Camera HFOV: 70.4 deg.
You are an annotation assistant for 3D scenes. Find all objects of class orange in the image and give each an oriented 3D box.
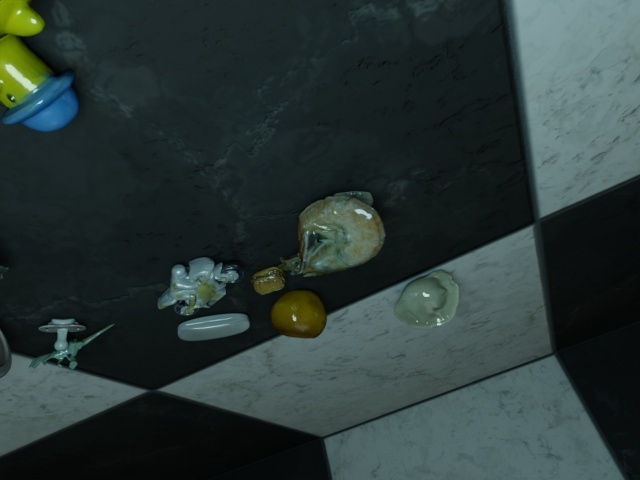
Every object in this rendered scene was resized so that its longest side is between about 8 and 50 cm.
[{"bbox_3d":[-0.056,0.200,1.229,0.157,0.134,0.156,20,171,3],"label":"orange"}]

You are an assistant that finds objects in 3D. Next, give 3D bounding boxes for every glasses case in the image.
[{"bbox_3d":[-0.292,0.238,1.246,0.194,0.049,0.074,-6,143,-11],"label":"glasses case"}]

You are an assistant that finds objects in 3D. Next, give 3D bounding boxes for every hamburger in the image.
[{"bbox_3d":[-0.128,0.098,1.126,0.083,0.044,0.076,-16,146,4],"label":"hamburger"}]

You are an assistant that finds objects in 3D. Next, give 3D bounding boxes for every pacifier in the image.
[{"bbox_3d":[-0.618,0.227,1.088,0.099,0.078,0.081,2,156,-24],"label":"pacifier"}]

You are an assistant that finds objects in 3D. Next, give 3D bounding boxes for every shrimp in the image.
[{"bbox_3d":[0.000,0.000,0.984,0.317,0.077,0.168,-23,108,38],"label":"shrimp"}]

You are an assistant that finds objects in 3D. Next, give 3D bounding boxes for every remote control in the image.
[{"bbox_3d":[0.051,-0.018,1.031,0.090,0.049,0.230,-2,141,-14],"label":"remote control"}]

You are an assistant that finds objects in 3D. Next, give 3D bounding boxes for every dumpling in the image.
[{"bbox_3d":[0.311,0.182,1.313,0.111,0.155,0.181,-14,142,-45],"label":"dumpling"}]

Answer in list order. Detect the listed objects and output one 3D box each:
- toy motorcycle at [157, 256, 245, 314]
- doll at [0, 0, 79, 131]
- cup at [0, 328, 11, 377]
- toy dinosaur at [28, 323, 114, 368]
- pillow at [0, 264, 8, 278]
[{"bbox_3d":[-0.290,0.103,1.049,0.229,0.074,0.151,-33,138,25],"label":"toy motorcycle"},{"bbox_3d":[-0.380,-0.262,0.495,0.200,0.145,0.363,28,150,7],"label":"doll"},{"bbox_3d":[-0.800,0.270,0.917,0.273,0.208,0.288,-32,155,-13],"label":"cup"},{"bbox_3d":[-0.619,0.261,1.130,0.106,0.187,0.044,3,130,35],"label":"toy dinosaur"},{"bbox_3d":[-0.686,-0.006,0.696,0.284,0.138,0.310,-3,148,-13],"label":"pillow"}]
